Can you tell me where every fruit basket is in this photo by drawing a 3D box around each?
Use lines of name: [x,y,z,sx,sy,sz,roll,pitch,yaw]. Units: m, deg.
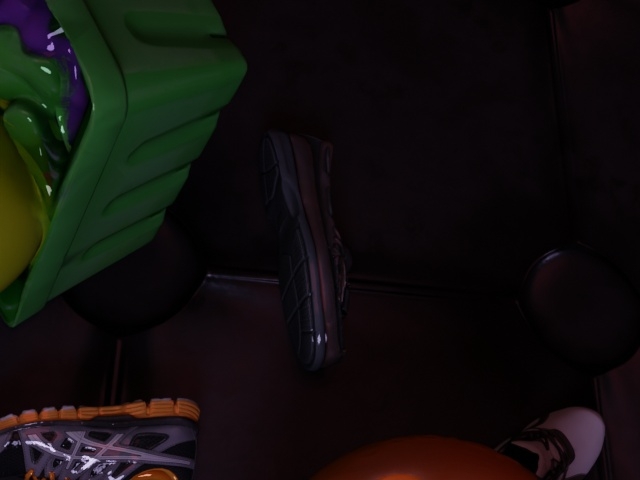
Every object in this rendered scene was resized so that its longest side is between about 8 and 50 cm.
fruit basket: [-0.282,-0.078,0.749,0.392,0.392,0.283,-22,72,-22]

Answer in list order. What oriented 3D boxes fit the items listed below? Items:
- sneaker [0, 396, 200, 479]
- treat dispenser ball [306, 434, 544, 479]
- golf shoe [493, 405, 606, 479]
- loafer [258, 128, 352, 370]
sneaker: [-0.208,0.190,0.801,0.214,0.084,0.083,-4,71,-16]
treat dispenser ball: [0.082,0.296,0.701,0.288,0.288,0.288,5,64,-11]
golf shoe: [0.213,0.215,0.882,0.198,0.094,0.077,-27,72,-25]
loafer: [0.000,0.000,0.937,0.084,0.096,0.268,-3,64,-21]
